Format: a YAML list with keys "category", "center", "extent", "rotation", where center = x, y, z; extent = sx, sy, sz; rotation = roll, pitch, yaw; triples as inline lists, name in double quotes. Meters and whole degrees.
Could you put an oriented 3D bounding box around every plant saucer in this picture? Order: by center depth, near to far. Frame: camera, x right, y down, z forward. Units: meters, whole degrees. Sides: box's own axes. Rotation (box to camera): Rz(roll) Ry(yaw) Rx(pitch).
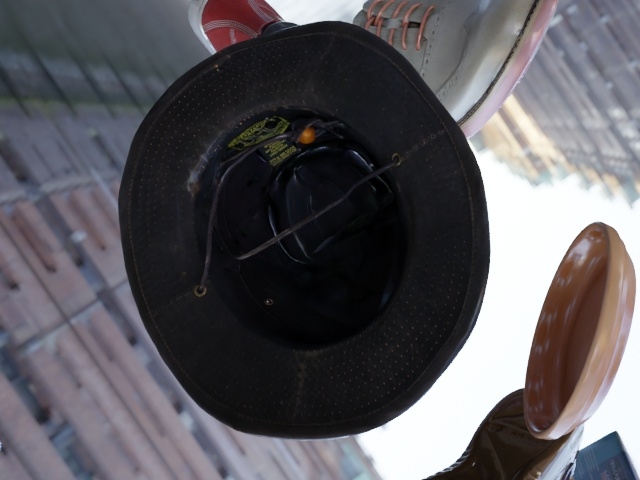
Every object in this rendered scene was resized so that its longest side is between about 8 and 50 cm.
- category: "plant saucer"
  center: [0.232, 0.082, 1.245]
  extent: [0.200, 0.037, 0.200]
  rotation: [-163, -90, -85]

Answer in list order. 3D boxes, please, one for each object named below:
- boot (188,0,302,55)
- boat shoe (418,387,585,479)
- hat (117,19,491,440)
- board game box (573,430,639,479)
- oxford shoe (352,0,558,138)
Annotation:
- category: "boot"
  center: [-0.006, -0.129, 1.301]
  extent: [0.088, 0.244, 0.176]
  rotation: [-48, -135, -4]
- category: "boat shoe"
  center: [0.151, 0.279, 1.349]
  extent: [0.123, 0.123, 0.342]
  rotation: [15, -142, 33]
- category: "hat"
  center: [0.000, 0.000, 1.121]
  extent: [0.331, 0.331, 0.134]
  rotation: [-34, 159, 14]
- category: "board game box"
  center: [0.422, 0.420, 1.668]
  extent: [0.079, 0.336, 0.254]
  rotation: [-32, -171, 10]
- category: "oxford shoe"
  center: [0.102, -0.186, 1.427]
  extent: [0.140, 0.146, 0.397]
  rotation: [-63, -166, -19]
